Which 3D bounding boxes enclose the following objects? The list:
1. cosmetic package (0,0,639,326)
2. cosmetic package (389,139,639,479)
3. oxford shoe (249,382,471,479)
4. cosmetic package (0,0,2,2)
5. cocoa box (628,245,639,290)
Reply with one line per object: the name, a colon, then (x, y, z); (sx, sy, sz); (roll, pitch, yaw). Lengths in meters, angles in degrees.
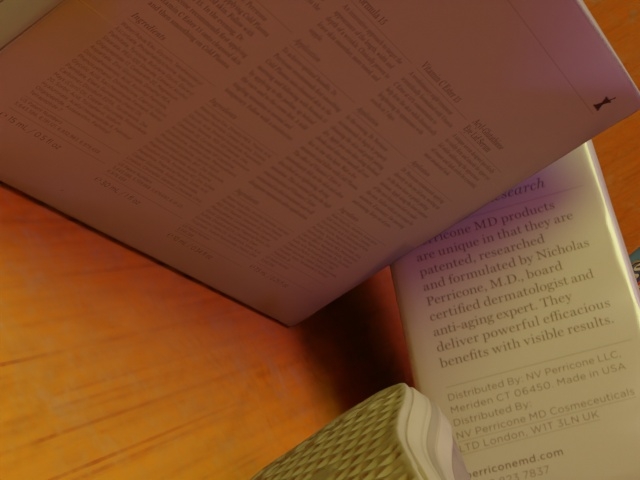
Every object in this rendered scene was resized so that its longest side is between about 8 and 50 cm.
cosmetic package: (-0.006, -0.102, 0.715); (0.377, 0.284, 0.097); (34, 30, -57)
cosmetic package: (0.143, 0.015, 0.969); (0.230, 0.161, 0.453); (60, 17, -58)
oxford shoe: (0.012, 0.172, 0.509); (0.130, 0.169, 0.449); (58, 11, -1)
cosmetic package: (-0.201, -0.138, 0.439); (0.151, 0.151, 0.184); (59, 16, 2)
cocoa box: (0.407, 0.213, 1.382); (0.347, 0.231, 0.228); (53, -2, -21)
